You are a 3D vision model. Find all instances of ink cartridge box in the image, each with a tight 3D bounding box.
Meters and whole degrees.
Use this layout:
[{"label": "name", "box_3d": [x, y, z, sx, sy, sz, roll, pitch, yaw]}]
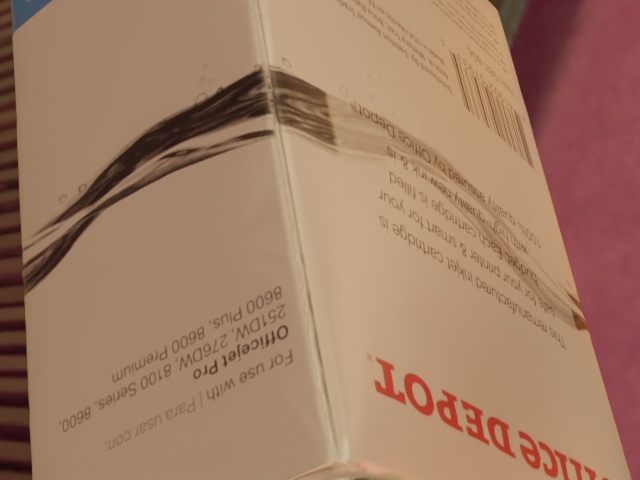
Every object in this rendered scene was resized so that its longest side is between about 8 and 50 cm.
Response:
[{"label": "ink cartridge box", "box_3d": [0.000, 0.000, 0.706, 0.285, 0.166, 0.394, 31, 39, -46]}]
